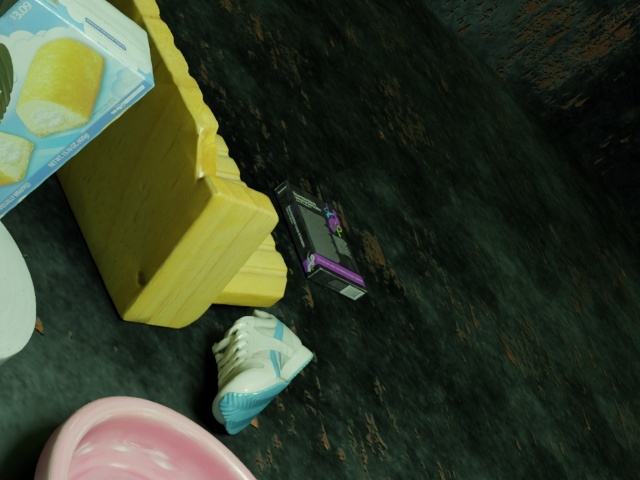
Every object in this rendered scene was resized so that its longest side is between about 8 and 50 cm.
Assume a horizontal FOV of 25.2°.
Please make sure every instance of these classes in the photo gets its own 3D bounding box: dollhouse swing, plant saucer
[{"bbox_3d":[-0.130,-0.113,1.623,0.305,0.315,0.346,-4,57,-41],"label":"dollhouse swing"},{"bbox_3d":[-0.133,0.296,1.246,0.332,0.084,0.332,43,23,-23],"label":"plant saucer"}]

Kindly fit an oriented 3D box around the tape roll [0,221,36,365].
[{"bbox_3d":[-0.350,0.028,1.231,0.219,0.072,0.219,43,24,-25],"label":"tape roll"}]

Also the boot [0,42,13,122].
[{"bbox_3d":[-0.397,-0.077,1.107,0.089,0.270,0.236,85,14,-45],"label":"boot"}]

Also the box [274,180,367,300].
[{"bbox_3d":[0.000,0.000,2.026,0.116,0.029,0.162,28,34,-48],"label":"box"}]

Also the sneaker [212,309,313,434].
[{"bbox_3d":[-0.083,0.143,1.589,0.092,0.087,0.229,46,15,1],"label":"sneaker"}]

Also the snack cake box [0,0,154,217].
[{"bbox_3d":[-0.299,-0.128,1.306,0.152,0.264,0.089,34,29,-38],"label":"snack cake box"}]
